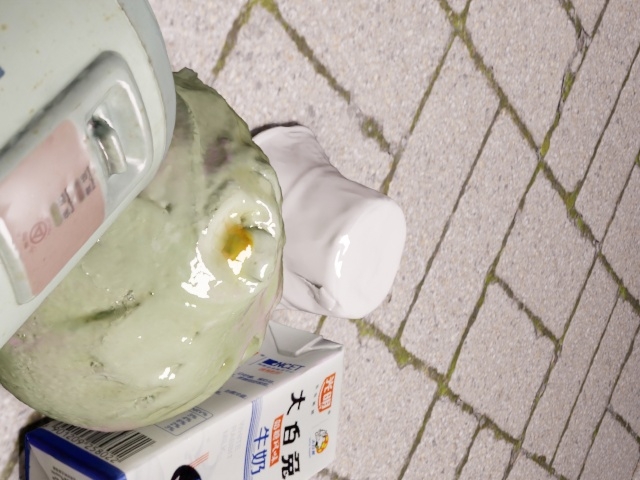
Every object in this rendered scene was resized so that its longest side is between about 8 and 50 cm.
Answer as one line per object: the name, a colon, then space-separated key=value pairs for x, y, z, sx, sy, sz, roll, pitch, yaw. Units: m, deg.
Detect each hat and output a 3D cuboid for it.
hat: x=0.000 y=0.000 z=1.085 sx=0.203 sy=0.126 sz=0.203 roll=-38 pitch=137 yaw=-46

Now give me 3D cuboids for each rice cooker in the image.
rice cooker: x=-0.232 y=-0.044 z=0.584 sx=0.316 sy=0.264 sz=0.316 roll=-51 pitch=154 yaw=-37

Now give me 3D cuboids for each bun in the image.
bun: x=-0.111 y=0.018 z=0.874 sx=0.283 sy=0.179 sz=0.283 roll=-36 pitch=136 yaw=-45

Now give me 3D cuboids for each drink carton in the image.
drink carton: x=-0.106 y=0.179 z=1.033 sx=0.315 sy=0.107 sz=0.130 roll=-24 pitch=126 yaw=-52
